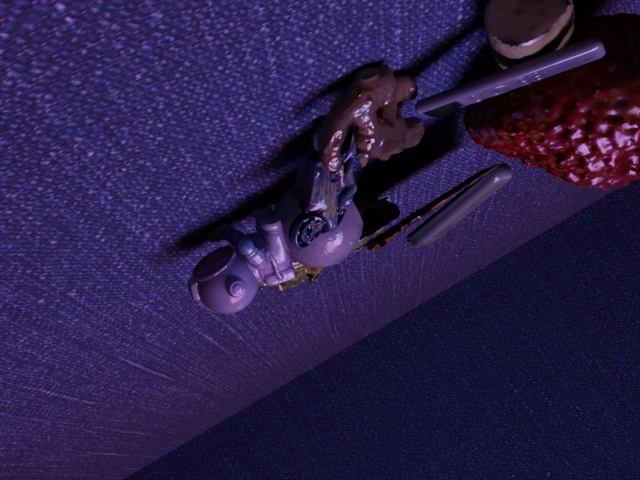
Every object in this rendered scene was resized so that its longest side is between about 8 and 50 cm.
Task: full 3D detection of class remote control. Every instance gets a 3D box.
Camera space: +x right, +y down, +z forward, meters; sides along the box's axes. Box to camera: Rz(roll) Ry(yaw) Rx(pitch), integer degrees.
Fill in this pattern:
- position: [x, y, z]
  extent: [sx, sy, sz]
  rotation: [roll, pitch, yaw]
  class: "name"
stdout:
- position: [0.327, -0.075, 2.136]
  extent: [0.090, 0.038, 0.309]
  rotation: [-11, 155, -49]
  class: "remote control"
- position: [0.255, -0.215, 1.233]
  extent: [0.261, 0.029, 0.067]
  rotation: [-17, 173, 21]
  class: "remote control"

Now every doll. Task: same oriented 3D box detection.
- position: [-0.074, 0.016, 1.409]
  extent: [0.287, 0.151, 0.151]
  rotation: [-33, 166, -7]
  class: "doll"

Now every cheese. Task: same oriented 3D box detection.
- position: [0.280, -0.293, 1.221]
  extent: [0.123, 0.094, 0.167]
  rotation: [-41, 167, 11]
  class: "cheese"

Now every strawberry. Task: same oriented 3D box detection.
- position: [0.384, -0.211, 1.406]
  extent: [0.351, 0.267, 0.312]
  rotation: [-1, 180, 39]
  class: "strawberry"

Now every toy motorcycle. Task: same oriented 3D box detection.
- position: [0.012, -0.081, 1.302]
  extent: [0.124, 0.061, 0.193]
  rotation: [0, 106, -55]
  class: "toy motorcycle"

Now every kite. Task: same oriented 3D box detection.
- position: [0.206, -0.067, 1.617]
  extent: [0.327, 0.013, 0.377]
  rotation: [-35, -179, -42]
  class: "kite"

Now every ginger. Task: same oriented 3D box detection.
- position: [0.093, -0.169, 1.262]
  extent: [0.258, 0.065, 0.149]
  rotation: [-10, 130, -56]
  class: "ginger"

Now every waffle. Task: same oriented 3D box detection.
- position: [-0.004, 0.005, 1.686]
  extent: [0.297, 0.073, 0.317]
  rotation: [-36, 167, 30]
  class: "waffle"

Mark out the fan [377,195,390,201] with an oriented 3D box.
- position: [0.000, 0.001, 1.796]
  extent: [0.329, 0.009, 0.191]
  rotation: [-28, 166, -14]
  class: "fan"
